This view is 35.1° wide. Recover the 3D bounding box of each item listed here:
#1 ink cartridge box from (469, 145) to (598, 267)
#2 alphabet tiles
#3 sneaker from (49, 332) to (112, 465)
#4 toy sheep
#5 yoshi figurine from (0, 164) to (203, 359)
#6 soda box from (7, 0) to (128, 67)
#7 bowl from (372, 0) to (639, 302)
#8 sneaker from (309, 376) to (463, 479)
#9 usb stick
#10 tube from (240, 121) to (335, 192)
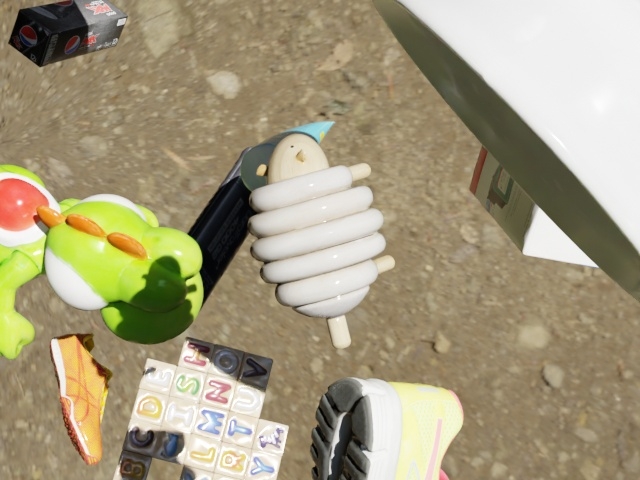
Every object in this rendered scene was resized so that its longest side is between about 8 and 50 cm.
[{"bbox_3d":[0.245,-0.053,1.058,0.134,0.231,0.078,10,111,-12],"label":"ink cartridge box"},{"bbox_3d":[-0.144,0.249,1.278,0.198,0.009,0.237,15,74,-6],"label":"alphabet tiles"},{"bbox_3d":[-0.273,0.178,1.183,0.067,0.064,0.175,-9,56,-17],"label":"sneaker"},{"bbox_3d":[0.000,0.000,0.608,0.091,0.091,0.132,-18,90,-16],"label":"toy sheep"},{"bbox_3d":[-0.270,0.022,1.068,0.203,0.362,0.203,-9,112,-61],"label":"yoshi figurine"},{"bbox_3d":[-0.334,-0.283,1.352,0.060,0.169,0.053,37,120,9],"label":"soda box"},{"bbox_3d":[0.177,-0.101,0.671,0.134,0.298,0.298,-43,106,6],"label":"bowl"},{"bbox_3d":[0.039,0.175,0.636,0.094,0.081,0.208,-5,125,-30],"label":"sneaker"},{"bbox_3d":[-0.127,-0.014,1.287,0.077,0.045,0.278,61,40,-33],"label":"usb stick"},{"bbox_3d":[-0.037,-0.096,1.075,0.080,0.207,0.052,-13,104,13],"label":"tube"}]
